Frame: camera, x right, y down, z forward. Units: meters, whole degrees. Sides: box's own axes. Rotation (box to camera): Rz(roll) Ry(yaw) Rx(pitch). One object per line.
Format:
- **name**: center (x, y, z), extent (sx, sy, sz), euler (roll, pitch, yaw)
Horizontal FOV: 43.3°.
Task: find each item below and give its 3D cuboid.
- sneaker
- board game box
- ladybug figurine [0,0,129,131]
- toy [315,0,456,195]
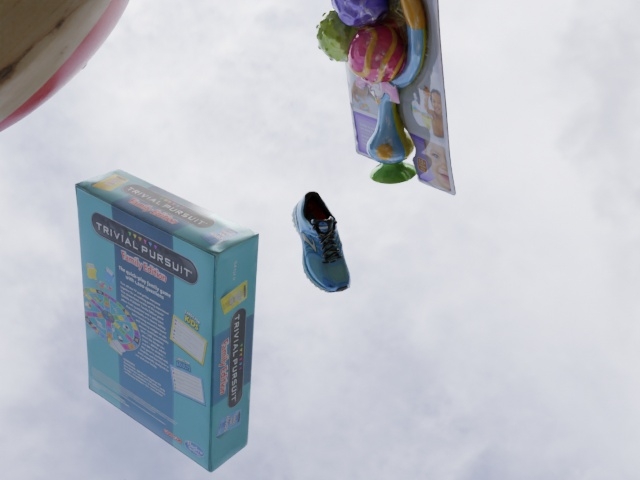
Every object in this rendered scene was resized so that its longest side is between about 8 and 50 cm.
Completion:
- **sneaker**: center (0.000, 0.000, 1.154), extent (0.063, 0.073, 0.162), euler (-16, -113, -17)
- **board game box**: center (-0.206, 0.105, 1.070), extent (0.254, 0.336, 0.079), euler (24, -147, 30)
- **ladybug figurine**: center (-0.352, -0.249, 0.835), extent (0.449, 0.162, 0.305), euler (-36, -110, 10)
- **toy**: center (0.038, -0.150, 0.642), extent (0.056, 0.137, 0.237), euler (-29, -55, -23)
